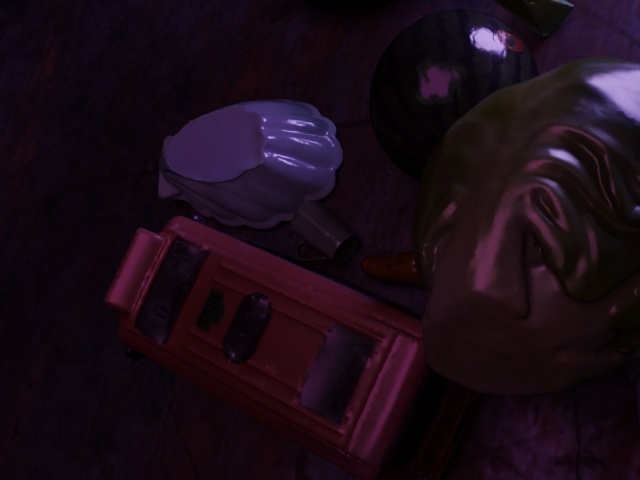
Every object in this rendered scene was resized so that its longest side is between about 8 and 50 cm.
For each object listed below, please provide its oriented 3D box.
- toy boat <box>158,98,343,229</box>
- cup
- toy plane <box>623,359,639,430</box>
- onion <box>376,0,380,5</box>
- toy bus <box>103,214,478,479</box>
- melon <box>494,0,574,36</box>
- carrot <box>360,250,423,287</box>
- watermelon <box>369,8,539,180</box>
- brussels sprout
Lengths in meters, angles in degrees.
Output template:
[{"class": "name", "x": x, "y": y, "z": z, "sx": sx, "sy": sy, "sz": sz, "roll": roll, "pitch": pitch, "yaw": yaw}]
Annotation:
[{"class": "toy boat", "x": -0.117, "y": -0.120, "z": 1.179, "sx": 0.290, "sy": 0.100, "sz": 0.199, "roll": -5, "pitch": 71, "yaw": 24}, {"class": "cup", "x": -0.001, "y": -0.003, "z": 1.101, "sx": 0.075, "sy": 0.054, "sz": 0.083, "roll": -45, "pitch": 60, "yaw": -9}, {"class": "toy plane", "x": 0.357, "y": 0.181, "z": 0.815, "sx": 0.212, "sy": 0.088, "sz": 0.267, "roll": 10, "pitch": 60, "yaw": 31}, {"class": "onion", "x": 0.026, "y": -0.453, "z": 1.155, "sx": 0.281, "sy": 0.280, "sz": 0.221, "roll": -15, "pitch": 24, "yaw": 23}, {"class": "toy bus", "x": -0.040, "y": 0.121, "z": 0.978, "sx": 0.427, "sy": 0.233, "sz": 0.203, "roll": 22, "pitch": 85, "yaw": 31}, {"class": "melon", "x": 0.196, "y": -0.348, "z": 1.047, "sx": 0.262, "sy": 0.114, "sz": 0.053, "roll": 37, "pitch": 116, "yaw": 5}, {"class": "carrot", "x": 0.150, "y": 0.040, "z": 1.011, "sx": 0.248, "sy": 0.059, "sz": 0.059, "roll": 6, "pitch": 76, "yaw": 32}, {"class": "watermelon", "x": 0.158, "y": -0.167, "z": 0.987, "sx": 0.212, "sy": 0.212, "sz": 0.212, "roll": -9, "pitch": 69, "yaw": 25}, {"class": "brussels sprout", "x": 0.235, "y": -0.010, "z": 0.795, "sx": 0.354, "sy": 0.289, "sz": 0.281, "roll": -49, "pitch": 17, "yaw": -29}]
